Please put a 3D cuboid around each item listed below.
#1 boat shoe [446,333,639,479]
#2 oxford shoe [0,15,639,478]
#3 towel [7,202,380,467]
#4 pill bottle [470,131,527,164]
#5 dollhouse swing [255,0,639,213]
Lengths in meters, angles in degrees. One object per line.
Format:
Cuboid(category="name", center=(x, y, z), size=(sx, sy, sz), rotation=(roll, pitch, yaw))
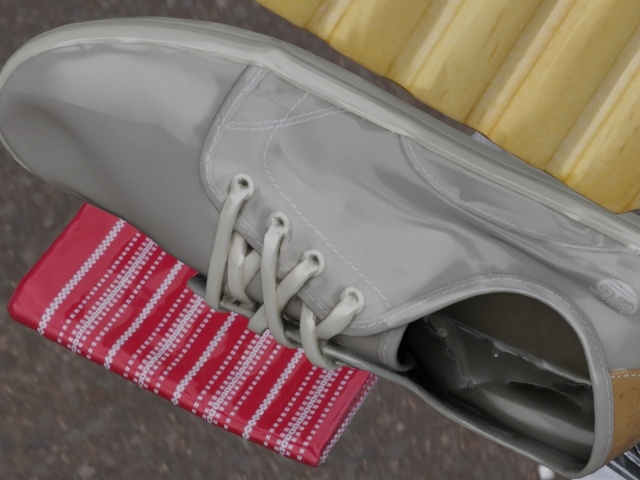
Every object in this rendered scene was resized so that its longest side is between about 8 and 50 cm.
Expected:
Cuboid(category="boat shoe", center=(0.182, 0.089, 1.375), size=(0.105, 0.113, 0.306), rotation=(-45, 38, 9))
Cuboid(category="oxford shoe", center=(0.000, 0.000, 1.003), size=(0.449, 0.169, 0.130), rotation=(23, 52, 15))
Cuboid(category="towel", center=(-0.072, 0.037, 1.346), size=(0.275, 0.031, 0.199), rotation=(24, 58, 19))
Cuboid(category="pill bottle", center=(0.192, -0.097, 1.307), size=(0.193, 0.108, 0.108), rotation=(-42, 54, 37))
Cuboid(category="dollhouse swing", center=(0.121, -0.183, 0.581), size=(0.347, 0.315, 0.305), rotation=(30, 90, -9))
